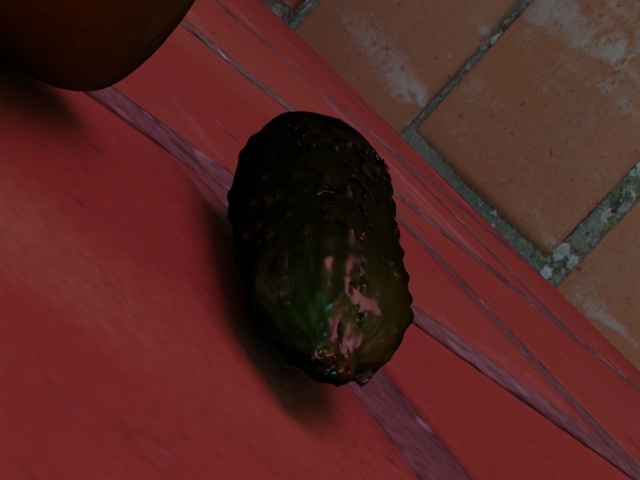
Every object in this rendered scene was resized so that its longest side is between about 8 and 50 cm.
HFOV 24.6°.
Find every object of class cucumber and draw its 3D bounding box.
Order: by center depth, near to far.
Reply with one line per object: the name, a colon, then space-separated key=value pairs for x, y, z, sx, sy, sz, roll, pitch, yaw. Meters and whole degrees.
cucumber: x=0.000 y=0.000 z=0.524 sx=0.069 sy=0.069 sz=0.227 roll=41 pitch=11 yaw=-15

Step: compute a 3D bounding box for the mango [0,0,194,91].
mango: x=-0.121 y=-0.174 z=0.400 sx=0.221 sy=0.199 sz=0.384 roll=57 pitch=-1 yaw=34
